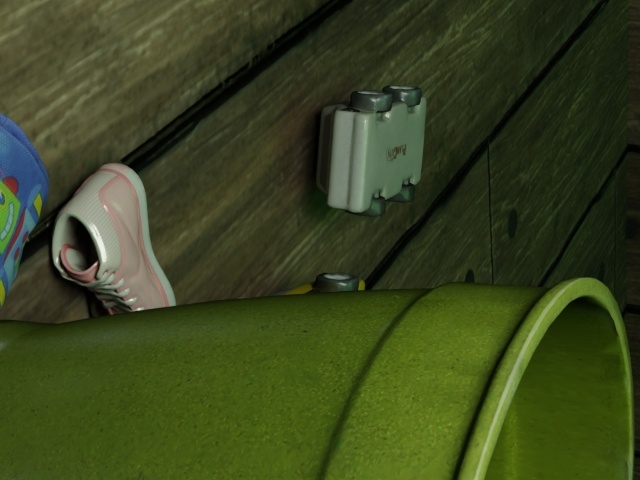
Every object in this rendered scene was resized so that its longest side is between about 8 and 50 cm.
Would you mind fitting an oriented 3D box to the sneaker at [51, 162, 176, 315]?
[{"bbox_3d":[-0.134,0.025,0.979,0.070,0.051,0.134,-48,136,-51],"label":"sneaker"}]

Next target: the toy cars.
[{"bbox_3d":[0.000,0.000,1.249,0.176,0.087,0.393,77,27,-49],"label":"toy cars"}]

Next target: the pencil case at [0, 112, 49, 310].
[{"bbox_3d":[-0.226,0.073,0.674,0.119,0.133,0.306,58,43,-50],"label":"pencil case"}]

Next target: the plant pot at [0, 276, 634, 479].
[{"bbox_3d":[-0.047,0.179,0.837,0.366,0.353,0.366,8,90,-67],"label":"plant pot"}]
